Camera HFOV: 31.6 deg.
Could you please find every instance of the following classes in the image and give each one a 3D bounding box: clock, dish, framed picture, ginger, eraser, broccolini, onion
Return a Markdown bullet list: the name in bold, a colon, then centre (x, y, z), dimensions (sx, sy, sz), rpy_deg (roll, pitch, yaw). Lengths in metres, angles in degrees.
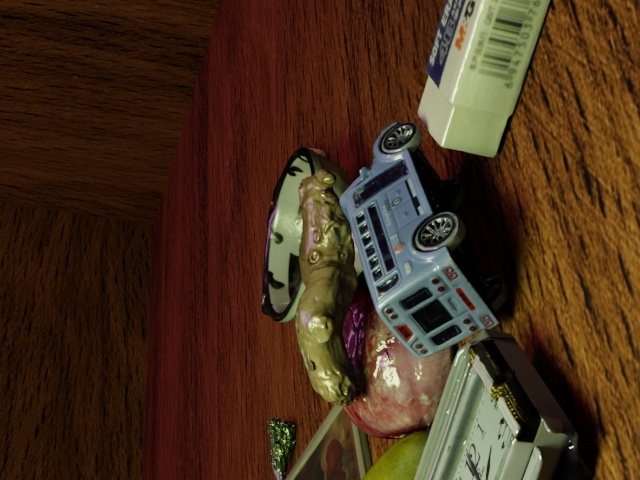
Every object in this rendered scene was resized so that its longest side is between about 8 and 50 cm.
- **clock**: centre (0.169, 0.236, 1.105), dimensions (0.186, 0.083, 0.253), rpy_deg (-112, 34, -62)
- **dish**: centre (0.000, 0.000, 1.769), dimensions (0.303, 0.120, 0.303), rpy_deg (-172, 90, -75)
- **framed picture**: centre (0.000, 0.382, 1.678), dimensions (0.211, 0.020, 0.289), rpy_deg (-98, 31, -49)
- **ginger**: centre (0.001, 0.056, 1.366), dimensions (0.122, 0.084, 0.290), rpy_deg (135, 135, -62)
- **eraser**: centre (0.191, -0.246, 1.288), dimensions (0.124, 0.081, 0.279), rpy_deg (-112, 34, -62)
- **broccolini**: centre (-0.067, 0.425, 1.947), dimensions (0.054, 0.051, 0.239), rpy_deg (155, 116, -65)
- **onion**: centre (0.078, 0.110, 1.441), dimensions (0.227, 0.120, 0.283), rpy_deg (134, 142, -57)

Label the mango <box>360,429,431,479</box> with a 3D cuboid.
- **mango**: centre (0.069, 0.355, 1.284), dimensions (0.129, 0.146, 0.289), rpy_deg (32, 111, 57)

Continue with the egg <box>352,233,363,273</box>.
- **egg**: centre (0.064, -0.007, 1.572), dimensions (0.135, 0.103, 0.103), rpy_deg (-107, 30, -65)

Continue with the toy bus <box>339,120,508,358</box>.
- **toy bus**: centre (0.106, -0.008, 1.294), dimensions (0.133, 0.125, 0.292), rpy_deg (-31, 35, 13)

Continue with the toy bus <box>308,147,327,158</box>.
- **toy bus**: centre (-0.038, -0.073, 2.059), dimensions (0.090, 0.063, 0.203), rpy_deg (-97, 23, -43)
